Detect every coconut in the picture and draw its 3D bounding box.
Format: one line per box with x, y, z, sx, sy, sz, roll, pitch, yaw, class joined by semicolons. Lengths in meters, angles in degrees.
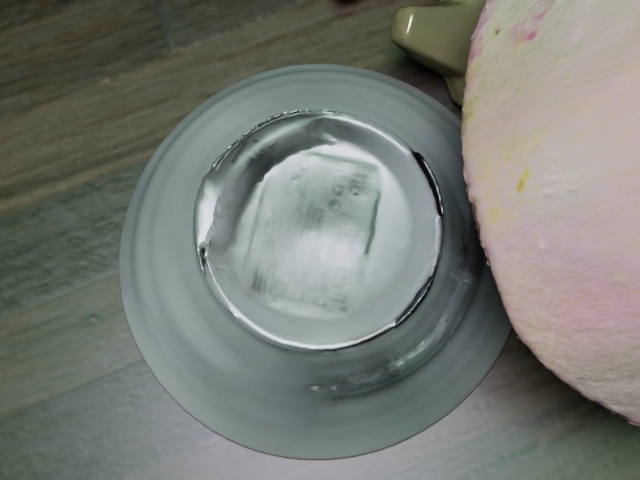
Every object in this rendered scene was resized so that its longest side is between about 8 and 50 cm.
0.219;-0.049;0.510;0.297;0.309;0.298;8;74;-31;coconut

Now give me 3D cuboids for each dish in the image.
0.000;0.000;0.603;0.260;0.085;0.260;0;77;0;dish

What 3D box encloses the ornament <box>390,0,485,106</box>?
0.105;-0.232;0.632;0.230;0.061;0.245;-41;123;-25;ornament
